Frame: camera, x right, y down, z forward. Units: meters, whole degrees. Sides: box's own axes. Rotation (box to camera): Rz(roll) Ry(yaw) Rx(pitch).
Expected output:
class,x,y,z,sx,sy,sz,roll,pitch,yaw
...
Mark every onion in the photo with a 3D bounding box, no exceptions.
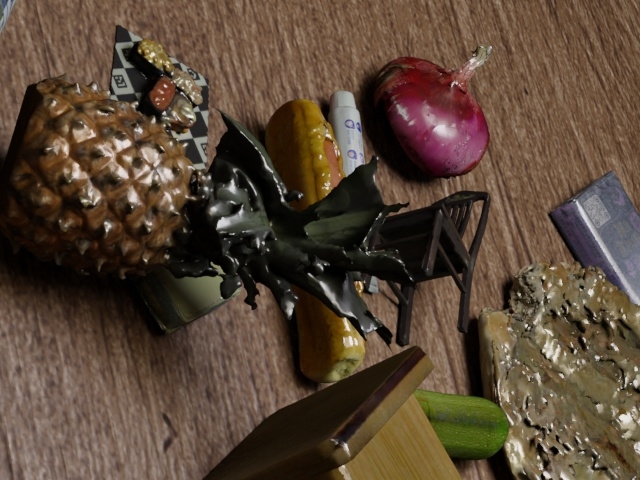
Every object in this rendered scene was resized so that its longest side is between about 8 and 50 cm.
class,x,y,z,sx,sy,sz,roll,pitch,yaw
onion,0.137,-0.149,2.029,0.150,0.140,0.150,41,23,-22

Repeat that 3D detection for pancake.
class,x,y,z,sx,sy,sz,roll,pitch,yaw
pancake,0.299,0.187,2.046,0.382,0.071,0.382,27,47,-33

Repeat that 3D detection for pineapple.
class,x,y,z,sx,sy,sz,roll,pitch,yaw
pineapple,-0.085,-0.023,1.583,0.364,0.165,0.165,15,52,-15

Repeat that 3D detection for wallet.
class,x,y,z,sx,sy,sz,roll,pitch,yaw
wallet,-0.142,0.000,1.684,0.155,0.039,0.110,60,33,0

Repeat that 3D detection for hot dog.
class,x,y,z,sx,sy,sz,roll,pitch,yaw
hot dog,-0.004,0.000,1.817,0.061,0.088,0.286,16,60,-42

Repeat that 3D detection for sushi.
class,x,y,z,sx,sy,sz,roll,pitch,yaw
sushi,-0.140,-0.133,1.785,0.120,0.026,0.126,30,46,-35

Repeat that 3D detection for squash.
class,x,y,z,sx,sy,sz,roll,pitch,yaw
squash,0.098,0.171,1.826,0.229,0.066,0.066,16,55,-44

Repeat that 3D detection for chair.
class,x,y,z,sx,sy,sz,roll,pitch,yaw
chair,0.109,-0.007,1.933,0.101,0.084,0.212,56,33,-36

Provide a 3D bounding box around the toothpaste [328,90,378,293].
class,x,y,z,sx,sy,sz,roll,pitch,yaw
toothpaste,0.031,-0.052,1.930,0.052,0.033,0.218,23,53,-45

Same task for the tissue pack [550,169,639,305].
class,x,y,z,sx,sy,sz,roll,pitch,yaw
tissue pack,0.343,0.008,2.239,0.112,0.051,0.156,-33,93,-51

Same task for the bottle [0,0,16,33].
class,x,y,z,sx,sy,sz,roll,pitch,yaw
bottle,-0.286,-0.262,1.646,0.093,0.093,0.330,40,41,-25

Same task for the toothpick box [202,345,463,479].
class,x,y,z,sx,sy,sz,roll,pitch,yaw
toothpick box,0.057,0.282,1.613,0.308,0.190,0.187,59,34,-7
